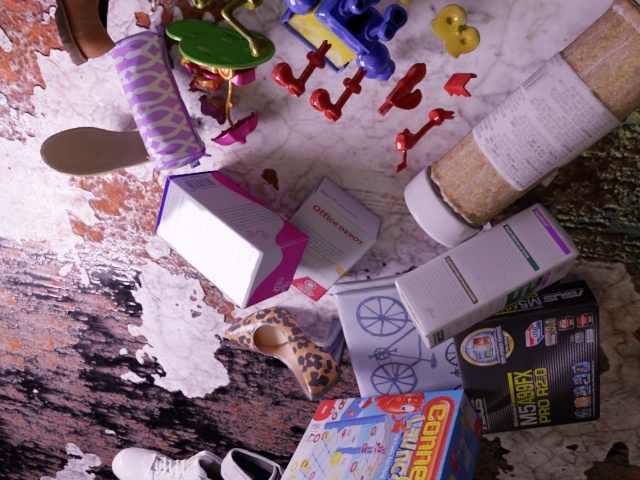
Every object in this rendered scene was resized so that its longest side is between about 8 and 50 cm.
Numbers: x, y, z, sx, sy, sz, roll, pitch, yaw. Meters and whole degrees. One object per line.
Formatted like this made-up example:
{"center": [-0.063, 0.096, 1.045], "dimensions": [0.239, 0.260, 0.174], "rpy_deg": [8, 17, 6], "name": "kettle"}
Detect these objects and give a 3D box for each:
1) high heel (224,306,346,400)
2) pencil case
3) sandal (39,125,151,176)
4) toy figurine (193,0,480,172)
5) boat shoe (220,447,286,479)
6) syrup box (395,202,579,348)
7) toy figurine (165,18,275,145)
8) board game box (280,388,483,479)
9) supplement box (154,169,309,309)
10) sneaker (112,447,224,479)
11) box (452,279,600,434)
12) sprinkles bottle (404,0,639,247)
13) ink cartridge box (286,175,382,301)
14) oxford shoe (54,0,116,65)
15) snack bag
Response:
{"center": [-0.084, 0.210, 0.967], "dimensions": [0.261, 0.186, 0.093], "rpy_deg": [-3, 120, 18], "name": "high heel"}
{"center": [-0.239, -0.204, 0.793], "dimensions": [0.088, 0.086, 0.206], "rpy_deg": [-18, 100, 19], "name": "pencil case"}
{"center": [-0.335, -0.144, 0.893], "dimensions": [0.240, 0.079, 0.088], "rpy_deg": [-9, 77, 3], "name": "sandal"}
{"center": [-0.012, -0.259, 0.641], "dimensions": [0.362, 0.217, 0.191], "rpy_deg": [32, 92, -25], "name": "toy figurine"}
{"center": [-0.116, 0.580, 1.262], "dimensions": [0.258, 0.095, 0.084], "rpy_deg": [24, 129, 0], "name": "boat shoe"}
{"center": [0.234, 0.053, 0.762], "dimensions": [0.237, 0.096, 0.093], "rpy_deg": [-28, 155, 2], "name": "syrup box"}
{"center": [-0.151, -0.219, 0.781], "dimensions": [0.173, 0.130, 0.159], "rpy_deg": [30, 137, 23], "name": "toy figurine"}
{"center": [0.080, 0.391, 0.856], "dimensions": [0.302, 0.308, 0.086], "rpy_deg": [-17, 112, 35], "name": "board game box"}
{"center": [-0.144, -0.009, 0.840], "dimensions": [0.220, 0.111, 0.114], "rpy_deg": [35, 120, 26], "name": "supplement box"}
{"center": [-0.357, 0.566, 1.325], "dimensions": [0.293, 0.108, 0.169], "rpy_deg": [28, 123, -13], "name": "sneaker"}
{"center": [0.337, 0.203, 0.873], "dimensions": [0.216, 0.060, 0.270], "rpy_deg": [-12, 121, 11], "name": "box"}
{"center": [0.272, -0.136, 0.689], "dimensions": [0.121, 0.121, 0.355], "rpy_deg": [41, 123, -10], "name": "sprinkles bottle"}
{"center": [0.000, 0.000, 0.882], "dimensions": [0.127, 0.072, 0.175], "rpy_deg": [37, 124, -8], "name": "ink cartridge box"}
{"center": [-0.341, -0.355, 0.747], "dimensions": [0.076, 0.076, 0.212], "rpy_deg": [-19, 88, -3], "name": "oxford shoe"}
{"center": [0.216, 0.180, 0.924], "dimensions": [0.343, 0.037, 0.323], "rpy_deg": [-9, 121, 10], "name": "snack bag"}
